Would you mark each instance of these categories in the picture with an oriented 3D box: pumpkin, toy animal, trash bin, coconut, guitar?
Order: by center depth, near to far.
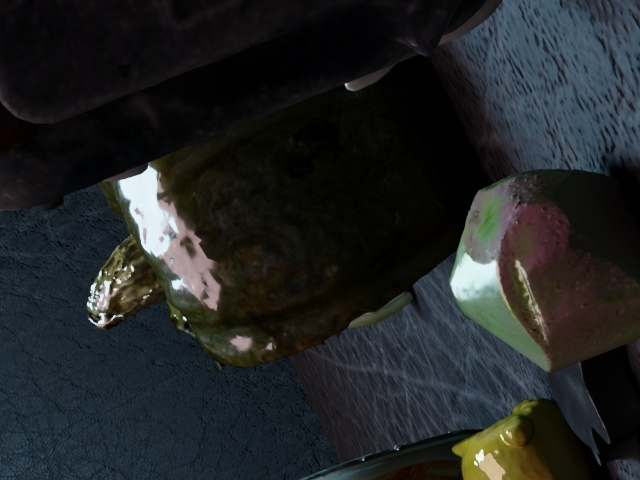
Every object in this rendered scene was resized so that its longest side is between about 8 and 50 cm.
[{"bbox_3d":[0.093,0.010,0.598,0.083,0.081,0.082,59,-165,-61],"label":"coconut"},{"bbox_3d":[-0.113,-0.195,0.634,0.367,0.296,0.256,-115,2,-62],"label":"trash bin"},{"bbox_3d":[0.146,0.100,0.730,0.233,0.025,0.088,67,172,-13],"label":"guitar"},{"bbox_3d":[0.144,0.171,0.852,0.159,0.070,0.083,60,172,1],"label":"toy animal"},{"bbox_3d":[-0.066,-0.058,0.909,0.232,0.242,0.325,57,170,-10],"label":"pumpkin"}]

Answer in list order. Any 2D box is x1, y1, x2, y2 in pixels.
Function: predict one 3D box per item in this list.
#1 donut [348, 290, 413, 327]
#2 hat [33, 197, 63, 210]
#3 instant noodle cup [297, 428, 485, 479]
[{"bbox_3d":[-0.005,-0.001,1.205,0.166,0.108,0.065,63,-175,-7],"label":"donut"},{"bbox_3d":[-0.194,-0.234,1.010,0.366,0.257,0.381,25,140,49],"label":"hat"},{"bbox_3d":[0.053,0.279,1.118,0.296,0.296,0.214,91,161,-75],"label":"instant noodle cup"}]
